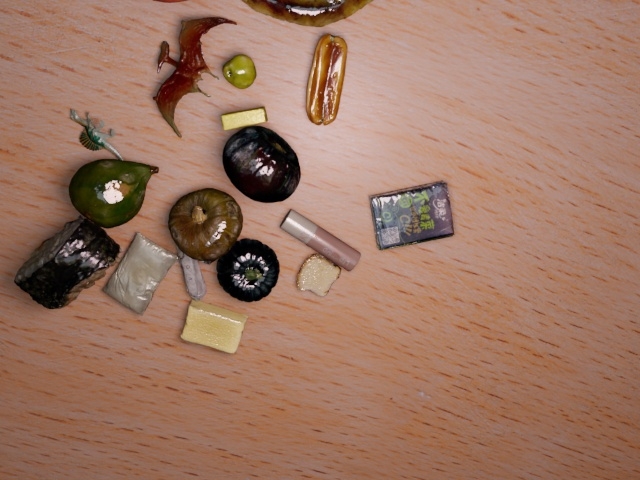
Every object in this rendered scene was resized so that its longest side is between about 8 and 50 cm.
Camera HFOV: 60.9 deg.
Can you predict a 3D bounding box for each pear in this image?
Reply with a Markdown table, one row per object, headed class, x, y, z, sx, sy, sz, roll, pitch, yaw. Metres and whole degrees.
| class | x | y | z | sx | sy | sz | roll | pitch | yaw |
| --- | --- | --- | --- | --- | --- | --- | --- | --- | --- |
| pear | -0.222 | -0.461 | 1.497 | 0.097 | 0.092 | 0.092 | -18 | 108 | -27 |

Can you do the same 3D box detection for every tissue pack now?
| class | x | y | z | sx | sy | sz | roll | pitch | yaw |
| --- | --- | --- | --- | --- | --- | --- | --- | --- | --- |
| tissue pack | 0.274 | -0.075 | 1.640 | 0.235 | 0.073 | 0.173 | -13 | 106 | 1 |

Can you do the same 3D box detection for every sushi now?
| class | x | y | z | sx | sy | sz | roll | pitch | yaw |
| --- | --- | --- | --- | --- | --- | --- | --- | --- | --- |
| sushi | -0.714 | 0.070 | 1.544 | 0.350 | 0.211 | 0.171 | -28 | 122 | 32 |

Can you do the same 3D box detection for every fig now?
| class | x | y | z | sx | sy | sz | roll | pitch | yaw |
| --- | --- | --- | --- | --- | --- | --- | --- | --- | --- |
| fig | -0.576 | -0.149 | 1.547 | 0.245 | 0.195 | 0.195 | -40 | 107 | -28 |

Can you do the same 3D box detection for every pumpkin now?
| class | x | y | z | sx | sy | sz | roll | pitch | yaw |
| --- | --- | --- | --- | --- | --- | --- | --- | --- | --- |
| pumpkin | -0.159 | -0.207 | 1.504 | 0.233 | 0.233 | 0.163 | 43 | 112 | -13 |
| pumpkin | -0.326 | -0.051 | 1.552 | 0.219 | 0.162 | 0.219 | -3 | 69 | 9 |
| pumpkin | -0.218 | 0.089 | 1.633 | 0.194 | 0.150 | 0.194 | 1 | 94 | 16 |

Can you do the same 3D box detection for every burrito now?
| class | x | y | z | sx | sy | sz | roll | pitch | yaw |
| --- | --- | --- | --- | --- | --- | --- | --- | --- | --- |
| burrito | -0.394 | 0.090 | 1.665 | 0.064 | 0.064 | 0.203 | -11 | 107 | 1 |

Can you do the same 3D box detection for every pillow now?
| class | x | y | z | sx | sy | sz | roll | pitch | yaw |
| --- | --- | --- | --- | --- | --- | --- | --- | --- | --- |
| pillow | -0.551 | 0.103 | 1.668 | 0.148 | 0.050 | 0.230 | 31 | 99 | -17 |

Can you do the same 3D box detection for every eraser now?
| class | x | y | z | sx | sy | sz | roll | pitch | yaw |
| --- | --- | --- | --- | --- | --- | --- | --- | --- | --- |
| eraser | -0.213 | -0.344 | 1.531 | 0.122 | 0.097 | 0.045 | -10 | 106 | -1 |

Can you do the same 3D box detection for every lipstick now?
| class | x | y | z | sx | sy | sz | roll | pitch | yaw |
| --- | --- | --- | --- | --- | --- | --- | --- | --- | --- |
| lipstick | 0.000 | 0.000 | 1.650 | 0.254 | 0.070 | 0.070 | 33 | 102 | -11 |

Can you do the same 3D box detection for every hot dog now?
| class | x | y | z | sx | sy | sz | roll | pitch | yaw |
| --- | --- | --- | --- | --- | --- | --- | --- | --- | --- |
| hot dog | 0.013 | -0.447 | 1.526 | 0.100 | 0.068 | 0.250 | 6 | 108 | -15 |

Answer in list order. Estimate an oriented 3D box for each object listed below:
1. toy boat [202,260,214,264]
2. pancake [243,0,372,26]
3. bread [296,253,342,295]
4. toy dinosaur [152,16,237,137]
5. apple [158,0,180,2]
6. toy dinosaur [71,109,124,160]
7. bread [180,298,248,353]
| class | x | y | z | sx | sy | sz | roll | pitch | yaw |
| --- | --- | --- | --- | --- | --- | --- | --- | --- | --- |
| toy boat | -0.319 | 0.013 | 1.651 | 0.140 | 0.059 | 0.066 | -46 | 73 | 8 |
| pancake | 0.001 | -0.729 | 1.447 | 0.426 | 0.067 | 0.305 | 5 | 104 | -2 |
| bread | -0.010 | 0.107 | 1.697 | 0.126 | 0.044 | 0.129 | 26 | 100 | -17 |
| toy dinosaur | -0.355 | -0.452 | 1.505 | 0.206 | 0.113 | 0.327 | 6 | 96 | 22 |
| apple | -0.387 | -0.757 | 1.287 | 0.364 | 0.364 | 0.364 | -1 | 106 | -2 |
| toy dinosaur | -0.643 | -0.292 | 1.560 | 0.106 | 0.044 | 0.187 | -12 | 119 | 15 |
| bread | -0.335 | 0.273 | 1.715 | 0.188 | 0.068 | 0.125 | 17 | 104 | -8 |
